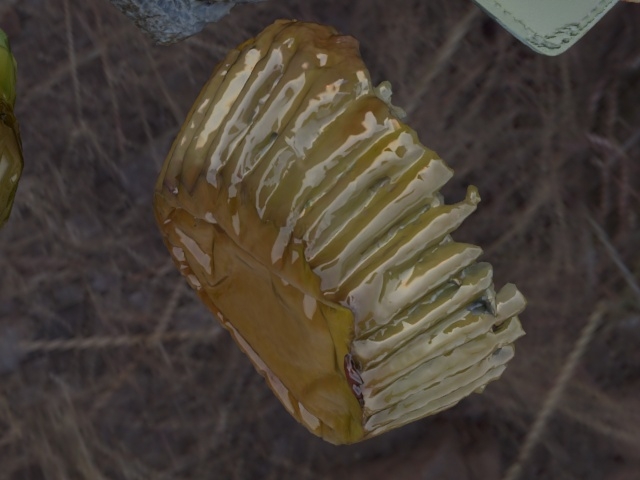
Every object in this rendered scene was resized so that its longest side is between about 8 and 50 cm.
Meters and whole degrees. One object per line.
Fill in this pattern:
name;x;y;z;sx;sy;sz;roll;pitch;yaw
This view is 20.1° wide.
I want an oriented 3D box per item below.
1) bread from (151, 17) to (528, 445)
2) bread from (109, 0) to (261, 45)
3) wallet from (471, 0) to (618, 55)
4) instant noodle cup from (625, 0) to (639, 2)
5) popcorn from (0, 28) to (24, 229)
bread;0.000;0.000;1.133;0.149;0.274;0.274;-32;131;-25
bread;-0.014;-0.280;1.425;0.417;0.113;0.165;-15;141;34
wallet;0.057;-0.144;0.638;0.155;0.039;0.110;36;133;-9
instant noodle cup;0.196;-0.251;0.883;0.230;0.182;0.230;7;76;-30
popcorn;-0.225;-0.030;0.545;0.247;0.282;0.282;16;114;-23
